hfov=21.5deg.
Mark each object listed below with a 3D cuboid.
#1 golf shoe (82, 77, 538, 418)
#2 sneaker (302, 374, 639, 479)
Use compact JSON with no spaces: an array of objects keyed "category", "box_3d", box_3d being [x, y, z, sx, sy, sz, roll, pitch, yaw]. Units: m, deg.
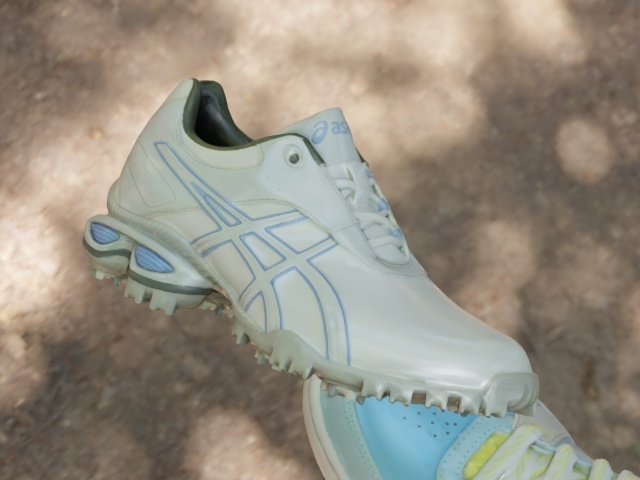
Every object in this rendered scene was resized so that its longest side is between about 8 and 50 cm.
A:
[{"category":"golf shoe","box_3d":[0.000,0.000,0.559,0.176,0.086,0.069,24,7,27]},{"category":"sneaker","box_3d":[0.141,0.140,0.838,0.319,0.208,0.127,42,65,-1]}]
